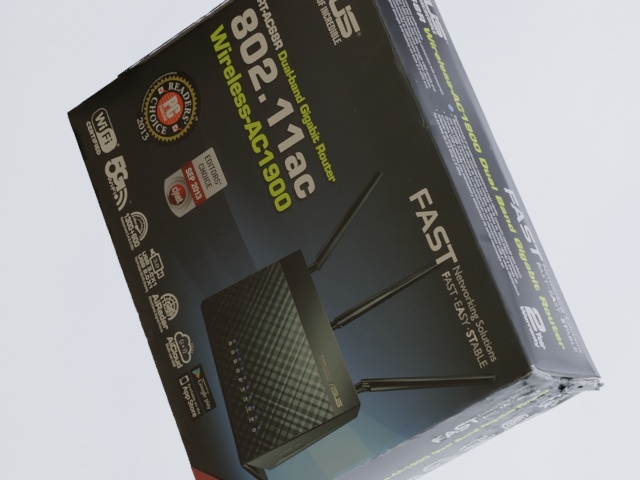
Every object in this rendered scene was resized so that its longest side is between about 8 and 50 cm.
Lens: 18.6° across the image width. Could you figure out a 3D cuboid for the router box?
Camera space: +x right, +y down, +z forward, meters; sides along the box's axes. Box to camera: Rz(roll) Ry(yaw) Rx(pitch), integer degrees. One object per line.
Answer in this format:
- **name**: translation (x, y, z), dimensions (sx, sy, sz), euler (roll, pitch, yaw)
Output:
- **router box**: translation (0.000, 0.000, 0.467), dimensions (0.092, 0.038, 0.122), euler (-32, -112, 25)
